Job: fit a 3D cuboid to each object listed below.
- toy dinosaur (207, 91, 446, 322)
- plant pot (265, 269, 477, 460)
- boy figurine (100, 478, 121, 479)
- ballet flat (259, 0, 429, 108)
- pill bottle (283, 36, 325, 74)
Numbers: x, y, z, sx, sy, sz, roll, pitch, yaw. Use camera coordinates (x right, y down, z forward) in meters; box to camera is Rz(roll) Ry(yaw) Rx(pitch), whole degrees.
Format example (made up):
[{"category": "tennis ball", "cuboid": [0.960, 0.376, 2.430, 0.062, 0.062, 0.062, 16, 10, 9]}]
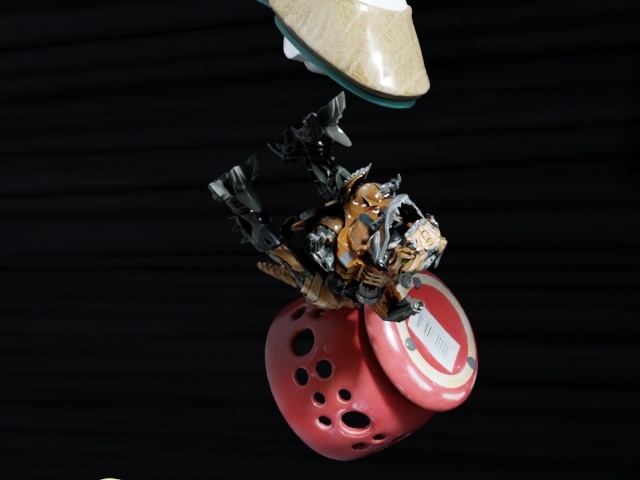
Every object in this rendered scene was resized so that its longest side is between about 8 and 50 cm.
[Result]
[{"category": "toy dinosaur", "cuboid": [0.000, 0.000, 1.457, 0.218, 0.322, 0.164, 55, 44, -5]}, {"category": "plant pot", "cuboid": [0.064, 0.124, 1.613, 0.191, 0.174, 0.191, 31, 44, -36]}, {"category": "boy figurine", "cuboid": [-0.185, 0.306, 1.416, 0.285, 0.092, 0.177, 35, 22, -48]}, {"category": "ballet flat", "cuboid": [0.006, -0.239, 1.330, 0.116, 0.342, 0.124, 8, 114, -30]}, {"category": "pill bottle", "cuboid": [0.020, -0.214, 1.652, 0.116, 0.065, 0.065, 9, 80, -30]}]
